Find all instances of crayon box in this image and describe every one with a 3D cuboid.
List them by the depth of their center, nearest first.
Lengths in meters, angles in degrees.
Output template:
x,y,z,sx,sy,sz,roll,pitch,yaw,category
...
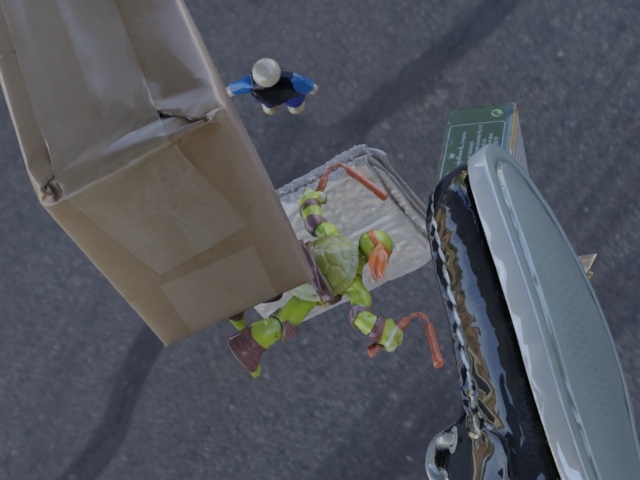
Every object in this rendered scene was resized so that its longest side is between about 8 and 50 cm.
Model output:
x,y,z,sx,sy,sz,roll,pitch,yaw,category
0.200,0.035,1.274,0.083,0.323,0.203,-4,40,19,crayon box

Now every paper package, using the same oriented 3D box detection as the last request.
x,y,z,sx,sy,sz,roll,pitch,yaw,category
-0.162,-0.107,1.040,0.168,0.325,0.309,-25,60,0,paper package

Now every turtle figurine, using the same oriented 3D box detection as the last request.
x,y,z,sx,sy,sz,roll,pitch,yaw,category
0.000,0.054,1.184,0.217,0.087,0.269,-32,63,10,turtle figurine

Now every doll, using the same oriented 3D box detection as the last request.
x,y,z,sx,sy,sz,roll,pitch,yaw,category
-0.066,-0.206,1.514,0.129,0.189,0.046,-1,86,3,doll

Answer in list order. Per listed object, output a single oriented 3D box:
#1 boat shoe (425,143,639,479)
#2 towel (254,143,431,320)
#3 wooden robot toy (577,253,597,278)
x,y,z,sx,sy,sz,roll,pitch,yaw,category
0.090,0.113,0.456,0.091,0.114,0.302,-21,80,27,boat shoe
0.000,0.000,1.404,0.282,0.187,0.049,-26,34,25,towel
0.176,0.075,0.996,0.079,0.076,0.173,27,103,14,wooden robot toy
